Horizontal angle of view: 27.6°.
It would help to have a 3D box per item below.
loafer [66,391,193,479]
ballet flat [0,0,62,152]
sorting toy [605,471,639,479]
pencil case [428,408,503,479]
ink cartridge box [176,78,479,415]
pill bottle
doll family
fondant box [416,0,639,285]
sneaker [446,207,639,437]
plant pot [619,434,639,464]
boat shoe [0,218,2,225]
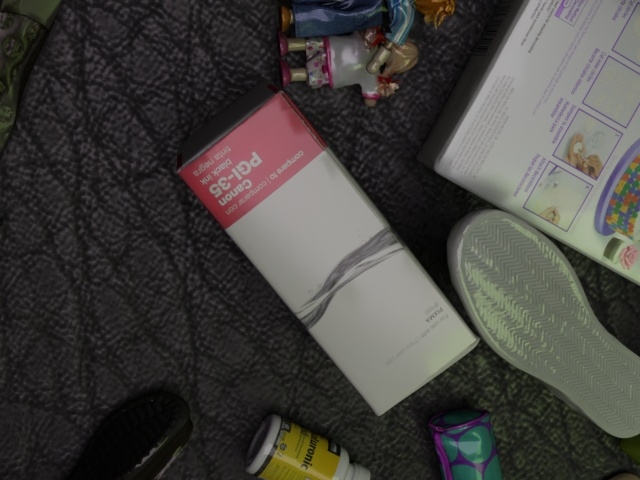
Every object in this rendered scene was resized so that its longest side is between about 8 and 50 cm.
[{"bbox_3d":[-0.199,0.242,1.279,0.220,0.080,0.078,-48,134,0],"label":"loafer"},{"bbox_3d":[-0.311,-0.156,1.209,0.084,0.058,0.250,22,102,-32],"label":"ballet flat"},{"bbox_3d":[0.329,0.364,1.380,0.307,0.041,0.229,-28,97,-3],"label":"sorting toy"},{"bbox_3d":[0.150,0.247,1.321,0.070,0.064,0.152,-16,101,-30],"label":"pencil case"},{"bbox_3d":[0.000,0.000,1.190,0.117,0.207,0.283,-38,101,1],"label":"ink cartridge box"},{"bbox_3d":[-0.012,0.224,1.297,0.116,0.065,0.065,28,94,-11],"label":"pill bottle"},{"bbox_3d":[0.040,-0.252,1.201,0.163,0.118,0.263,-6,99,-7],"label":"doll family"},{"bbox_3d":[0.295,-0.100,1.272,0.330,0.096,0.238,28,94,-10],"label":"fondant box"},{"bbox_3d":[0.186,0.065,1.239,0.108,0.169,0.292,-46,118,-5],"label":"sneaker"},{"bbox_3d":[0.469,0.174,1.262,0.227,0.207,0.228,33,81,-10],"label":"plant pot"},{"bbox_3d":[-0.360,0.010,1.226,0.133,0.049,0.042,-38,94,-5],"label":"boat shoe"}]
